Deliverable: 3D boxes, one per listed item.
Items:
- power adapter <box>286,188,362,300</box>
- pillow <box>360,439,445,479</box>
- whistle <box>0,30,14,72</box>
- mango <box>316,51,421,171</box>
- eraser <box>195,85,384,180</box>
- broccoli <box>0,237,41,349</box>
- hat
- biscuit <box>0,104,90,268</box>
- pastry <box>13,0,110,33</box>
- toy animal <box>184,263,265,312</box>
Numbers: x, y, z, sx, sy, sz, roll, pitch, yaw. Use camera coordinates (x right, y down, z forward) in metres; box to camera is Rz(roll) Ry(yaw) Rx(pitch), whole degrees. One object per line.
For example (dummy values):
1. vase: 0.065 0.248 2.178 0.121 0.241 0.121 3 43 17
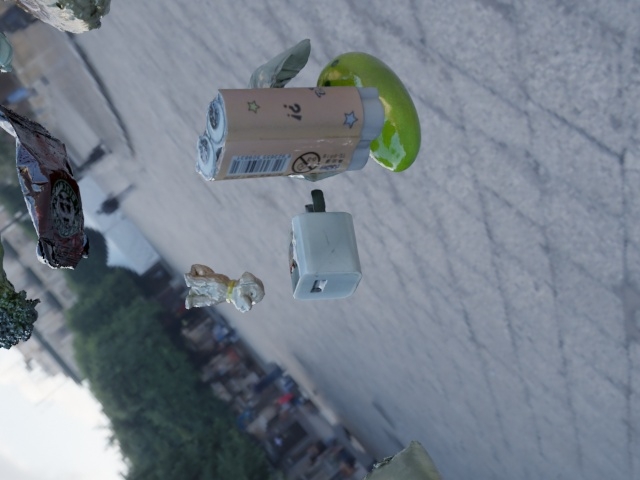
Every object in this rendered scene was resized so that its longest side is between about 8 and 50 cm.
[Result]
1. power adapter: 0.000 0.000 1.857 0.130 0.125 0.204 109 155 -59
2. pillow: 0.133 0.392 1.389 0.078 0.134 0.181 40 -172 -31
3. whistle: -0.660 -0.377 1.867 0.102 0.105 0.253 15 -176 -15
4. mango: 0.095 -0.250 1.804 0.293 0.143 0.175 54 138 37
5. eraser: -0.048 -0.171 1.549 0.087 0.291 0.171 63 145 33
6. broccoli: -0.688 0.081 1.992 0.146 0.165 0.304 8 -135 -38
7. hat: -0.097 -0.232 1.807 0.301 0.168 0.257 8 117 62
8. biscuit: -0.384 -0.071 1.325 0.151 0.063 0.235 25 -131 -75
9. pastry: -0.479 -0.462 1.544 0.330 0.136 0.329 30 175 3
10. toy animal: -0.225 0.105 2.255 0.184 0.185 0.104 -98 5 -76
